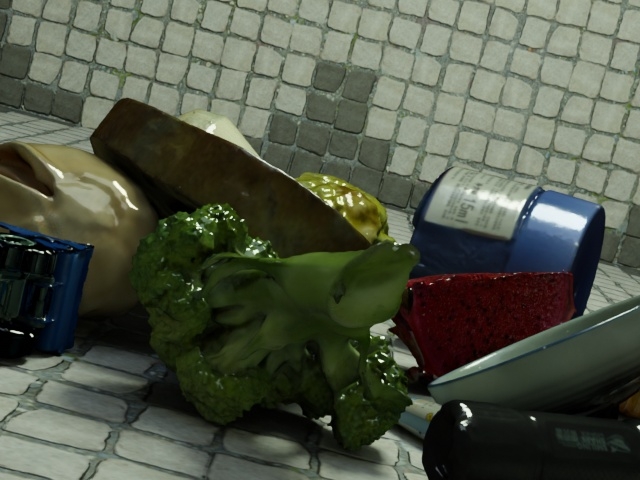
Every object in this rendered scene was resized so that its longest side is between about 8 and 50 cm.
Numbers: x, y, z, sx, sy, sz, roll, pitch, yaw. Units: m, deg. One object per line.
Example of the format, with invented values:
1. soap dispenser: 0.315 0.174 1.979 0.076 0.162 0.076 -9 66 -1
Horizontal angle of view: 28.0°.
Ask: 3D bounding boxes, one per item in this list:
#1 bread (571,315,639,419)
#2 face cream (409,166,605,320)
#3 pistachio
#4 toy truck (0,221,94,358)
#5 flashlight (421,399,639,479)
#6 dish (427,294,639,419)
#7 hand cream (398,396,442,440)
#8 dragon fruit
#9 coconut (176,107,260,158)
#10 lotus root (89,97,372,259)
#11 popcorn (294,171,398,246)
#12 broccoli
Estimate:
1. bread: 0.409 0.171 1.675 0.199 0.104 0.199 11 12 -2
2. face cream: 0.249 0.039 1.766 0.225 0.249 0.249 18 9 21
3. pistachio: -0.307 -0.011 1.403 0.318 0.214 0.193 13 46 46
4. toy truck: -0.318 0.046 1.204 0.126 0.113 0.208 18 8 33
5. flashlight: 0.282 0.206 1.214 0.424 0.103 0.103 10 9 -29
6. dish: 0.264 0.161 1.357 0.273 0.134 0.273 -23 -4 -2
7. hand cream: 0.119 0.185 1.271 0.065 0.043 0.170 17 0 -38
8. dragon fruit: 0.174 0.120 1.556 0.274 0.161 0.126 -4 -2 -31
9. coconut: -0.177 -0.077 1.973 0.234 0.224 0.224 50 10 0
10. lotus root: -0.101 -0.017 1.461 0.375 0.111 0.390 38 -13 -17
11. popcorn: 0.007 0.004 1.824 0.235 0.181 0.217 1 16 -40
12. broccoli: -0.031 0.100 1.164 0.302 0.186 0.254 23 -28 49
